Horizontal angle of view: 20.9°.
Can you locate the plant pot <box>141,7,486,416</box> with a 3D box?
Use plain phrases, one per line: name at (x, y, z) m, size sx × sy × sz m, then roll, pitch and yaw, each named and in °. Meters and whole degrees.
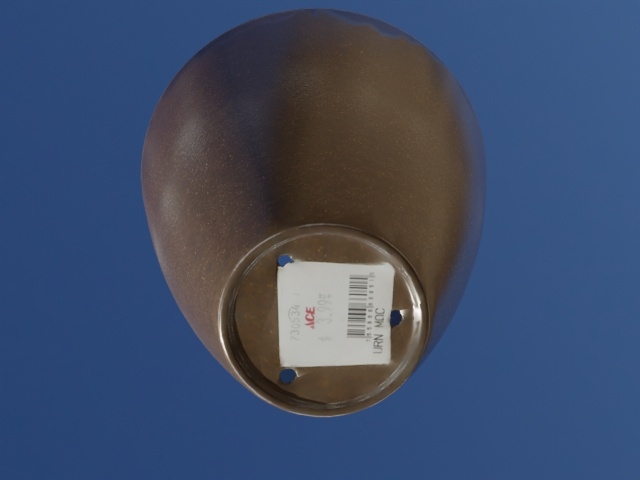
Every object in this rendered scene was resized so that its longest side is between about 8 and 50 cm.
plant pot at (0.000, 0.000, 0.972) m, size 0.215 × 0.215 × 0.230 m, roll 46°, pitch -168°, yaw -16°
